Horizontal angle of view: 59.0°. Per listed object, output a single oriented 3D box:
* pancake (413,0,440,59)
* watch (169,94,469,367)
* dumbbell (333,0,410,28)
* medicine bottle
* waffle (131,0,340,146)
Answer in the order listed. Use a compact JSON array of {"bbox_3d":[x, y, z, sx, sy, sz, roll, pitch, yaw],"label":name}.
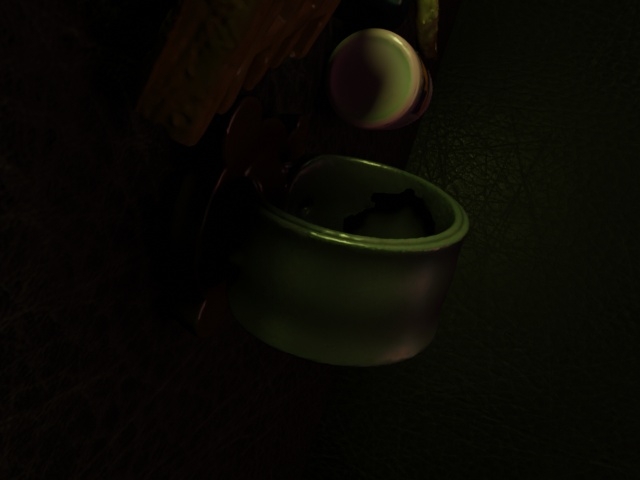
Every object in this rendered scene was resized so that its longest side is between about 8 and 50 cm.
[{"bbox_3d":[0.190,-0.522,1.089,0.356,0.065,0.356,-7,90,-75],"label":"pancake"},{"bbox_3d":[0.015,-0.012,0.719,0.335,0.326,0.314,-49,155,-62],"label":"watch"},{"bbox_3d":[0.097,-0.482,0.819,0.144,0.160,0.325,18,91,-50],"label":"dumbbell"},{"bbox_3d":[0.128,-0.310,1.130,0.290,0.178,0.178,-32,139,-70],"label":"medicine bottle"},{"bbox_3d":[-0.016,-0.263,0.507,0.304,0.077,0.348,-47,-172,38],"label":"waffle"}]
